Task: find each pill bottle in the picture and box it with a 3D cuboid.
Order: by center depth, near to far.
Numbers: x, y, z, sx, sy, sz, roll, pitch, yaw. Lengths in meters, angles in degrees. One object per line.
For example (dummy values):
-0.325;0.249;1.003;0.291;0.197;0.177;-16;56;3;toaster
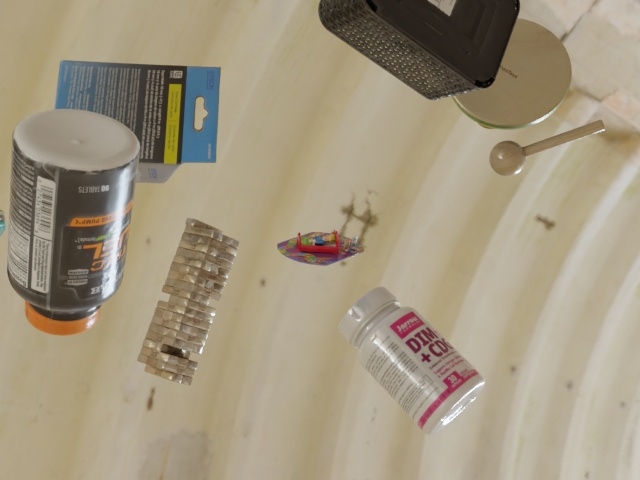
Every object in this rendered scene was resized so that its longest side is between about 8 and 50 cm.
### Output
-0.279;-0.011;0.915;0.131;0.245;0.130;11;-147;-8;pill bottle
0.177;0.235;1.650;0.283;0.160;0.160;45;-159;23;pill bottle

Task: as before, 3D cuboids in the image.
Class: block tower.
-0.275;0.126;1.724;0.097;0.335;0.091;10;169;37;block tower

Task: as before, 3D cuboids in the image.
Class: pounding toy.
0.295;-0.212;1.254;0.110;0.183;0.236;66;-179;-70;pounding toy

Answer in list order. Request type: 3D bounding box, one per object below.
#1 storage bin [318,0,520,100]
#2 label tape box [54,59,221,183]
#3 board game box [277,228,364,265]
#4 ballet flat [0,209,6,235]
0.103;-0.238;0.841;0.180;0.122;0.084;28;166;-29;storage bin
-0.380;-0.245;1.720;0.334;0.106;0.240;2;-113;-5;label tape box
0.000;0.000;1.579;0.133;0.033;0.169;22;-153;37;board game box
-0.586;0.046;1.176;0.123;0.348;0.123;37;-155;-21;ballet flat
